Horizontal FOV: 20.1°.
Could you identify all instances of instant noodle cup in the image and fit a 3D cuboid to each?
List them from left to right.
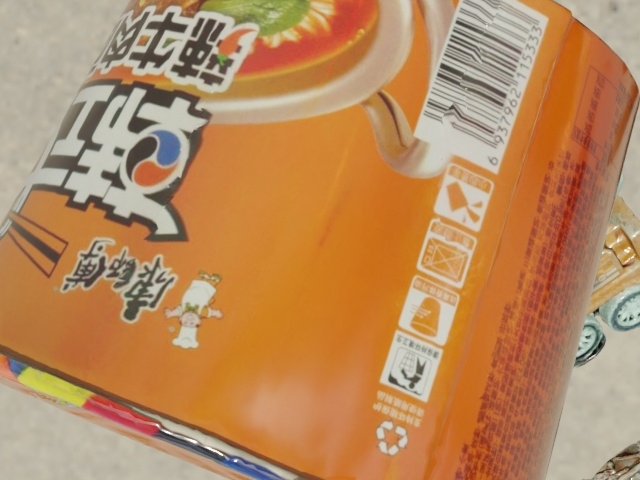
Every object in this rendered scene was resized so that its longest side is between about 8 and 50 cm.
[{"bbox_3d":[0.000,0.000,0.686,0.250,0.192,0.250,22,172,3],"label":"instant noodle cup"}]

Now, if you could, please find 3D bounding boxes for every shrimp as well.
[{"bbox_3d":[0.287,0.205,1.575,0.165,0.065,0.056,-15,148,-24],"label":"shrimp"}]

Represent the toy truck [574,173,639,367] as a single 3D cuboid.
[{"bbox_3d":[0.124,0.052,1.556,0.338,0.133,0.184,-35,138,1],"label":"toy truck"}]
